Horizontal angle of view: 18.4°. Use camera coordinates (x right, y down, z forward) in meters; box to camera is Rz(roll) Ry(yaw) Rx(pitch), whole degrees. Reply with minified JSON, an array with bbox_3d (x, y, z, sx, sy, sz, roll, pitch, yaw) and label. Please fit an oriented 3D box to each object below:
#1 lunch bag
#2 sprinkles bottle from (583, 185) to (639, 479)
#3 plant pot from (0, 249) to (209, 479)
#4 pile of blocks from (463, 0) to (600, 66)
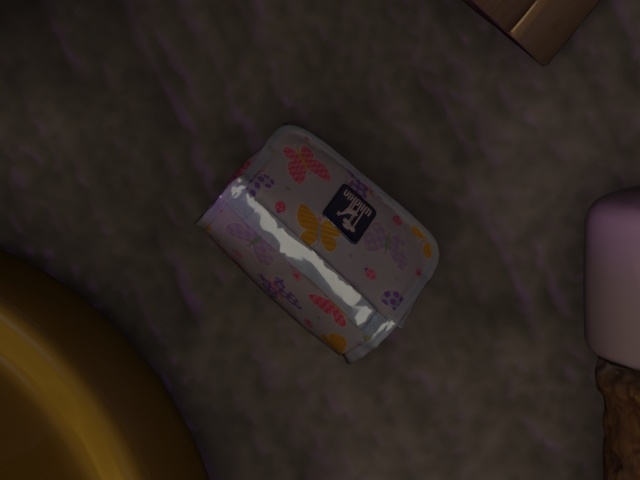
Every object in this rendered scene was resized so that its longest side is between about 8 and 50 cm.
[{"bbox_3d":[0.000,0.000,0.641,0.071,0.083,0.053,42,97,-2],"label":"lunch bag"},{"bbox_3d":[0.149,0.159,0.635,0.121,0.121,0.355,-2,97,3],"label":"sprinkles bottle"},{"bbox_3d":[-0.172,0.124,0.573,0.254,0.239,0.254,0,92,10],"label":"plant pot"},{"bbox_3d":[-0.026,-0.202,0.581,0.362,0.149,0.112,37,97,-28],"label":"pile of blocks"}]
